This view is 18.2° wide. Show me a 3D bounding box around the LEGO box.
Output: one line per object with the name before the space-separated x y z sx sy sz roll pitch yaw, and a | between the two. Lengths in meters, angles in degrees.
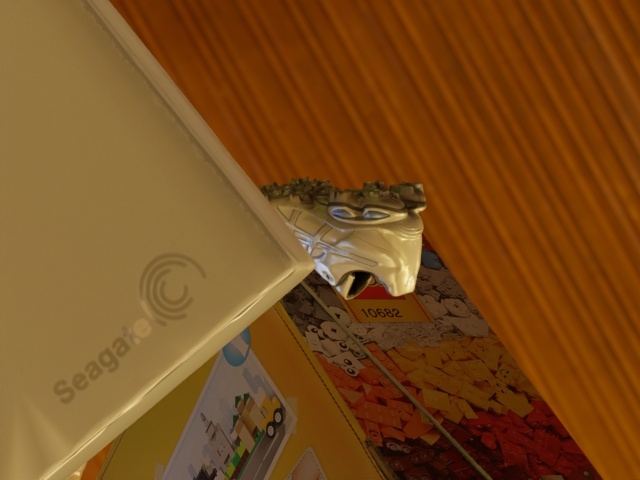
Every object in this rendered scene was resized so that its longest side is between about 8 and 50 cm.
LEGO box | -0.020 0.277 1.645 0.193 0.372 0.500 2 130 -36

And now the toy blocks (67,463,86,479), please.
toy blocks | -0.317 0.165 1.528 0.288 0.260 0.309 114 -15 -51

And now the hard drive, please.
hard drive | -0.174 -0.047 0.701 0.203 0.307 0.040 -40 172 13

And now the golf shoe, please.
golf shoe | 0.000 0.000 1.408 0.069 0.086 0.176 -15 -165 -41
